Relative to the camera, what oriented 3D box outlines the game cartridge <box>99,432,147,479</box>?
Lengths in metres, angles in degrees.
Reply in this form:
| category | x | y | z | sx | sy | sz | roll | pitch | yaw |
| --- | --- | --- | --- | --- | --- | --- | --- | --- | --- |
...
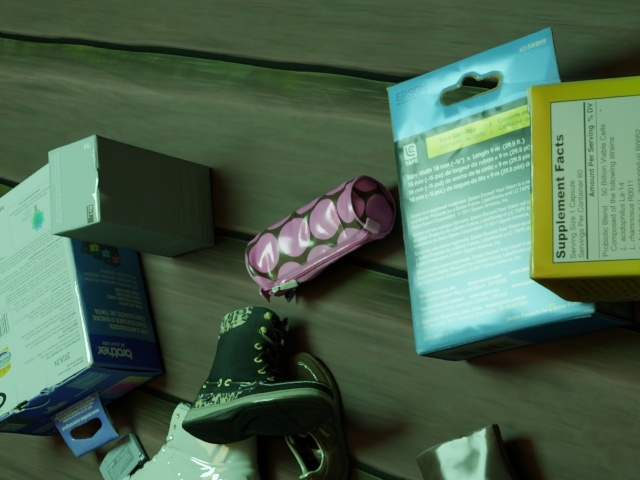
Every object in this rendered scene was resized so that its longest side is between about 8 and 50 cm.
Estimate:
| category | x | y | z | sx | sy | sz | roll | pitch | yaw |
| --- | --- | --- | --- | --- | --- | --- | --- | --- | --- |
| game cartridge | -0.290 | 0.324 | 2.028 | 0.083 | 0.017 | 0.056 | -48 | 58 | 22 |

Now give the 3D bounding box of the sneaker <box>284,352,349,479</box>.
| category | x | y | z | sx | sy | sz | roll | pitch | yaw |
| --- | --- | --- | --- | --- | --- | --- | --- | --- | --- |
| sneaker | -0.016 | 0.227 | 1.777 | 0.066 | 0.071 | 0.188 | -35 | 61 | 30 |

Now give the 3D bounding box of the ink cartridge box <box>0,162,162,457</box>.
| category | x | y | z | sx | sy | sz | roll | pitch | yaw |
| --- | --- | --- | --- | --- | --- | --- | --- | --- | --- |
| ink cartridge box | -0.396 | 0.120 | 2.070 | 0.270 | 0.151 | 0.395 | -30 | 62 | 33 |

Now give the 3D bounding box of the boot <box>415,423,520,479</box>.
| category | x | y | z | sx | sy | sz | roll | pitch | yaw |
| --- | --- | --- | --- | --- | --- | --- | --- | --- | --- |
| boot | 0.216 | 0.305 | 1.551 | 0.248 | 0.090 | 0.207 | -27 | 67 | 38 |

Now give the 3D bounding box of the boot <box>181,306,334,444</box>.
| category | x | y | z | sx | sy | sz | roll | pitch | yaw |
| --- | --- | --- | --- | --- | --- | --- | --- | --- | --- |
| boot | -0.068 | 0.161 | 1.774 | 0.236 | 0.085 | 0.178 | -17 | 44 | 38 |

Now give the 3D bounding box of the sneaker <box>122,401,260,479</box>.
| category | x | y | z | sx | sy | sz | roll | pitch | yaw |
| --- | --- | --- | --- | --- | --- | --- | --- | --- | --- |
| sneaker | -0.203 | 0.311 | 1.906 | 0.292 | 0.108 | 0.169 | -9 | 74 | 29 |

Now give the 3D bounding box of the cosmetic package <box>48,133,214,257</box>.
| category | x | y | z | sx | sy | sz | roll | pitch | yaw |
| --- | --- | --- | --- | --- | --- | --- | --- | --- | --- |
| cosmetic package | -0.261 | -0.057 | 1.932 | 0.107 | 0.238 | 0.127 | -15 | 71 | 37 |

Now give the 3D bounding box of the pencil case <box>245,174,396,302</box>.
| category | x | y | z | sx | sy | sz | roll | pitch | yaw |
| --- | --- | --- | --- | --- | --- | --- | --- | --- | --- |
| pencil case | 0.000 | 0.000 | 1.798 | 0.209 | 0.095 | 0.098 | -34 | 26 | 33 |

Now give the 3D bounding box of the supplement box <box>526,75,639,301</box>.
| category | x | y | z | sx | sy | sz | roll | pitch | yaw |
| --- | --- | --- | --- | --- | --- | --- | --- | --- | --- |
| supplement box | 0.394 | -0.049 | 1.339 | 0.357 | 0.195 | 0.194 | -2 | 79 | 21 |

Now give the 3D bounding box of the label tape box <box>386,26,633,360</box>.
| category | x | y | z | sx | sy | sz | roll | pitch | yaw |
| --- | --- | --- | --- | --- | --- | --- | --- | --- | --- |
| label tape box | 0.216 | -0.046 | 1.611 | 0.241 | 0.106 | 0.333 | -16 | 71 | 36 |
